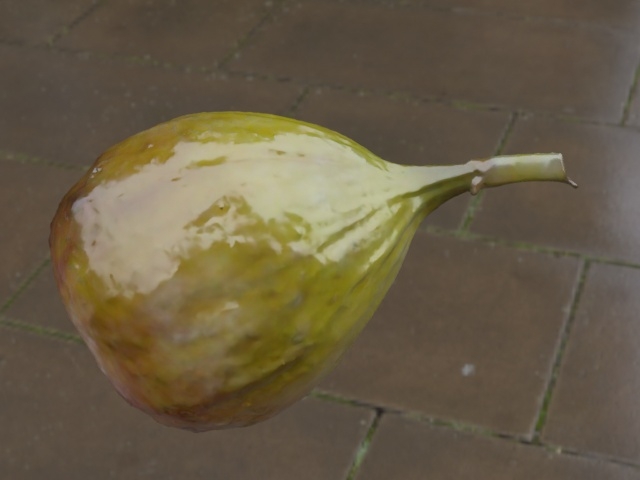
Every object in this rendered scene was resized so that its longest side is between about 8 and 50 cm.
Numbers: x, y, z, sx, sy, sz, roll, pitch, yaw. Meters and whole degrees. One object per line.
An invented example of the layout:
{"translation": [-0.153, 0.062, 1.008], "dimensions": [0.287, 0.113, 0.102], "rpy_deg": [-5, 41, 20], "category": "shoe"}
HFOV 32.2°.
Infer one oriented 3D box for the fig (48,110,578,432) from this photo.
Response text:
{"translation": [0.000, 0.000, 0.551], "dimensions": [0.257, 0.159, 0.159], "rpy_deg": [-15, 35, 6], "category": "fig"}
